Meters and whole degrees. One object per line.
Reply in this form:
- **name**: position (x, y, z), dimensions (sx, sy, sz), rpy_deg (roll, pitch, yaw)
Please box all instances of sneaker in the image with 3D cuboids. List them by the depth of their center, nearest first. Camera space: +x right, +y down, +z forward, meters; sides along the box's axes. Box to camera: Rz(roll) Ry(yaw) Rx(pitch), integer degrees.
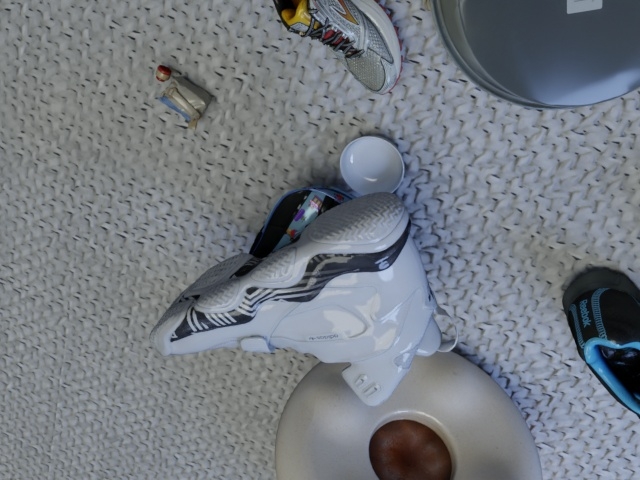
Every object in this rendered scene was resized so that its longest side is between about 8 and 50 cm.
- **sneaker**: position (0.002, -0.247, 0.830), dimensions (0.225, 0.093, 0.088), rpy_deg (46, 148, -18)
- **sneaker**: position (-0.022, 0.106, 0.883), dimensions (0.365, 0.137, 0.210), rpy_deg (-26, 106, 22)
- **sneaker**: position (0.423, 0.194, 0.917), dimensions (0.341, 0.140, 0.125), rpy_deg (41, 121, -7)

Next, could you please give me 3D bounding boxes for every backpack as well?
- **backpack**: position (0.000, 0.000, 0.971), dimensions (0.158, 0.117, 0.173), rpy_deg (29, 124, 3)

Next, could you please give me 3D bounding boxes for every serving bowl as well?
- **serving bowl**: position (0.068, -0.098, 0.945), dimensions (0.083, 0.027, 0.083), rpy_deg (9, 121, 15)

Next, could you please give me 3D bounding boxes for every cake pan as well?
- **cake pan**: position (0.255, -0.258, 0.726), dimensions (0.293, 0.054, 0.293), rpy_deg (0, 121, 0)

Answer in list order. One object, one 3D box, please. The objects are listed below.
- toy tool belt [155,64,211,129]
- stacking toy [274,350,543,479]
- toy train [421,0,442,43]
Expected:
- **toy tool belt**: position (-0.188, -0.185, 0.974), dimensions (0.083, 0.052, 0.051), rpy_deg (35, 115, -1)
- **stacking toy**: position (0.086, 0.400, 1.104), dimensions (0.350, 0.351, 0.480), rpy_deg (22, 141, 7)
- **toy train**: position (0.063, -0.333, 0.785), dimensions (0.143, 0.105, 0.248), rpy_deg (16, 131, 29)
